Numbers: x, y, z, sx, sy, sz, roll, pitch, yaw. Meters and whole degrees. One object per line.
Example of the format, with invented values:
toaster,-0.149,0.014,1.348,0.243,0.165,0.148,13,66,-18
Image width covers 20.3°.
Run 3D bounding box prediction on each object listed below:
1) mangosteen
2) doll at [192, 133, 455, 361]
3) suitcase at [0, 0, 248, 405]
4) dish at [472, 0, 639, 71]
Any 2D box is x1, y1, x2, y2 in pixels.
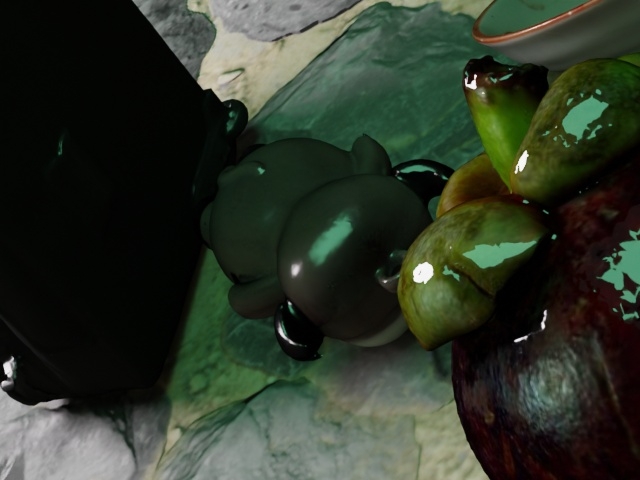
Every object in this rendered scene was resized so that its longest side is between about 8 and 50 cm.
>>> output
mangosteen,0.205,0.029,0.992,0.300,0.300,0.300,-23,42,22
doll,-0.002,-0.002,1.337,0.182,0.117,0.257,-52,39,-10
suitcase,-0.230,-0.066,1.411,0.188,0.345,0.339,-10,48,27
dish,0.241,-0.181,1.291,0.260,0.085,0.260,-30,14,8
